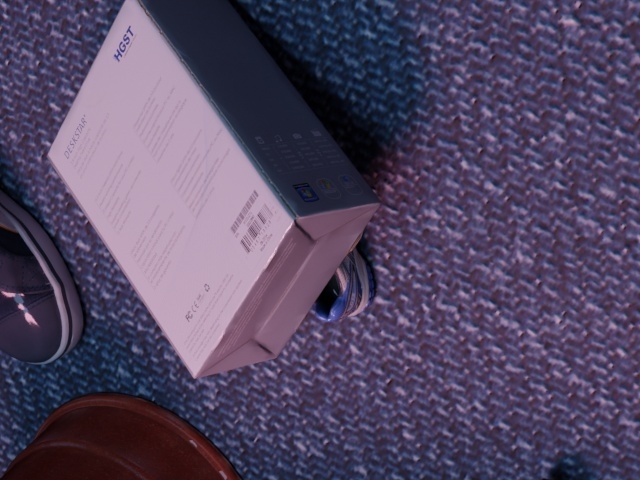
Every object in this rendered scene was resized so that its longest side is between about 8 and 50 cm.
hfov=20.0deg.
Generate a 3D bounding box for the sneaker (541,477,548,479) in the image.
[{"bbox_3d":[0.168,0.268,1.383,0.077,0.072,0.178,27,130,8],"label":"sneaker"}]

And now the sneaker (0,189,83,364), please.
[{"bbox_3d":[-0.339,-0.013,1.554,0.126,0.127,0.321,-35,91,38],"label":"sneaker"}]

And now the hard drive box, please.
[{"bbox_3d":[-0.086,-0.047,1.346,0.232,0.089,0.181,54,132,23],"label":"hard drive box"}]

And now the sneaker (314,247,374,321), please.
[{"bbox_3d":[0.000,0.000,1.373,0.052,0.058,0.135,-12,104,37],"label":"sneaker"}]

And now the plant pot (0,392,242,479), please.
[{"bbox_3d":[-0.224,0.308,1.535,0.272,0.265,0.272,15,120,28],"label":"plant pot"}]
